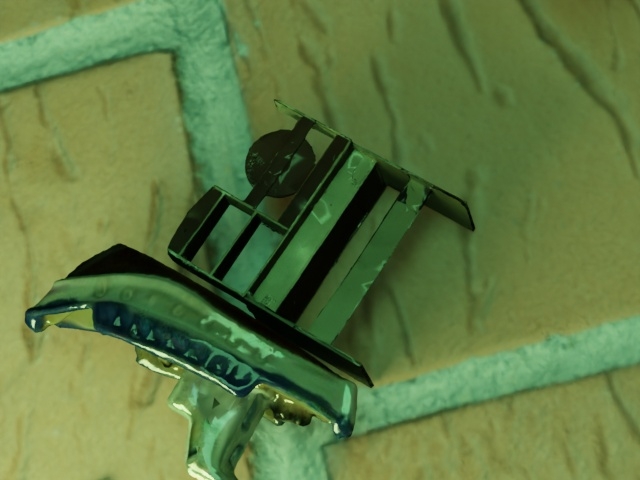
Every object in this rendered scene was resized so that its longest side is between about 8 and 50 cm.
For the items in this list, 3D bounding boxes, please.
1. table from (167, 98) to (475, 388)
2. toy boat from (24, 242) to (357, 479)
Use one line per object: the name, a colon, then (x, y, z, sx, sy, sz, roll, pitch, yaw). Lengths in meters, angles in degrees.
table: (0.000, 0.000, 1.275, 0.175, 0.062, 0.146, 29, 76, 20)
toy boat: (-0.098, 0.095, 1.229, 0.262, 0.114, 0.115, 30, 81, 22)
